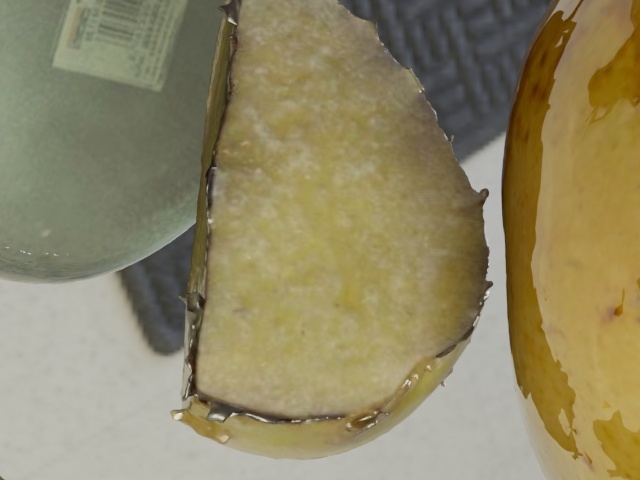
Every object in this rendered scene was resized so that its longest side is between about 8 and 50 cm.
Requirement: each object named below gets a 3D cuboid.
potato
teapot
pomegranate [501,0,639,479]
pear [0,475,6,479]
[{"bbox_3d":[0.000,0.000,0.668,0.100,0.089,0.172,5,62,-8],"label":"potato"},{"bbox_3d":[-0.179,-0.156,0.876,0.223,0.285,0.305,-25,121,-33],"label":"teapot"},{"bbox_3d":[0.175,0.005,0.532,0.264,0.264,0.264,0,90,-40],"label":"pomegranate"},{"bbox_3d":[-0.156,0.146,0.798,0.104,0.141,0.141,-24,106,-22],"label":"pear"}]
